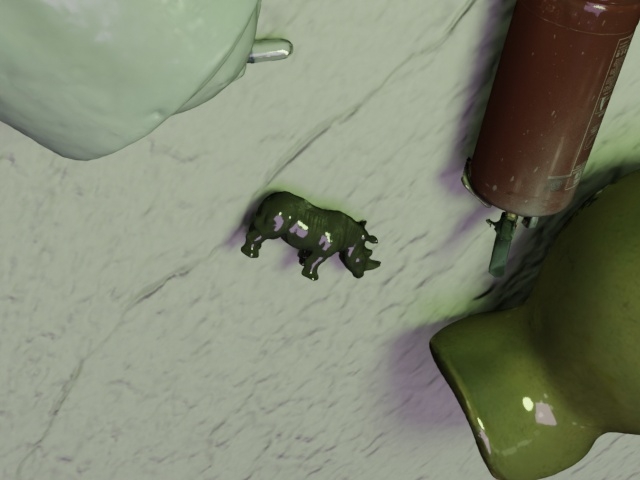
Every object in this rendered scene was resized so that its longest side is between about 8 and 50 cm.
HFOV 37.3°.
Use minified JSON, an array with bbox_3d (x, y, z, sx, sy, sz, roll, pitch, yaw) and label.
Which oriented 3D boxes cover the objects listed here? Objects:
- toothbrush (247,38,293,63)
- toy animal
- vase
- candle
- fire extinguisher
[{"bbox_3d":[-0.161,-0.120,0.691,0.288,0.024,0.026,-11,116,-8],"label":"toothbrush"},{"bbox_3d":[0.000,0.000,0.825,0.136,0.047,0.065,22,110,-25],"label":"toy animal"},{"bbox_3d":[0.308,0.084,0.905,0.302,0.240,0.329,-39,156,30],"label":"vase"},{"bbox_3d":[-0.155,-0.175,0.519,0.221,0.221,0.342,-43,128,17],"label":"candle"},{"bbox_3d":[0.178,-0.100,0.764,0.105,0.104,0.269,-2,129,-17],"label":"fire extinguisher"}]
